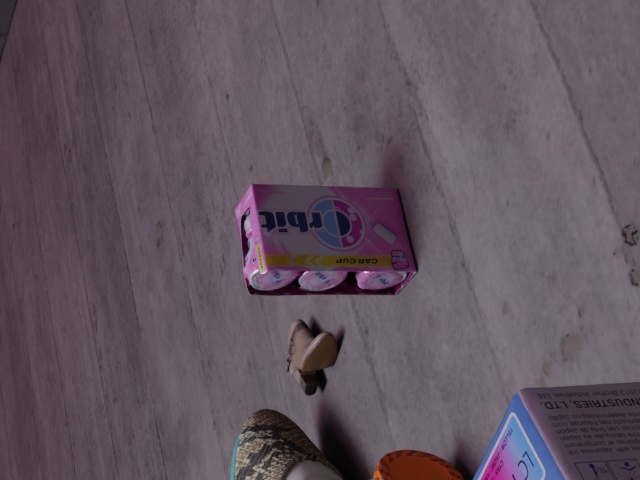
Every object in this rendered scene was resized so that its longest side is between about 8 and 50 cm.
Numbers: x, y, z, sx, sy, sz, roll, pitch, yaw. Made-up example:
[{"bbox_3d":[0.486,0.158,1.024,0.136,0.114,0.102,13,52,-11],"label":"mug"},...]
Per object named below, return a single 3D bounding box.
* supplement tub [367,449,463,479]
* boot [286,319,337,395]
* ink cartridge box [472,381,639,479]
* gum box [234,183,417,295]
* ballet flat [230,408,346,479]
[{"bbox_3d":[0.083,0.319,1.618,0.117,0.117,0.190,-127,44,-54],"label":"supplement tub"},{"bbox_3d":[-0.016,0.131,1.944,0.087,0.042,0.118,-111,32,-44],"label":"boot"},{"bbox_3d":[0.285,0.271,0.969,0.395,0.270,0.151,-116,33,-46],"label":"ink cartridge box"},{"bbox_3d":[0.000,0.000,1.726,0.062,0.188,0.107,126,139,-54],"label":"gum box"},{"bbox_3d":[-0.008,0.405,1.772,0.182,0.164,0.482,-27,51,43],"label":"ballet flat"}]
